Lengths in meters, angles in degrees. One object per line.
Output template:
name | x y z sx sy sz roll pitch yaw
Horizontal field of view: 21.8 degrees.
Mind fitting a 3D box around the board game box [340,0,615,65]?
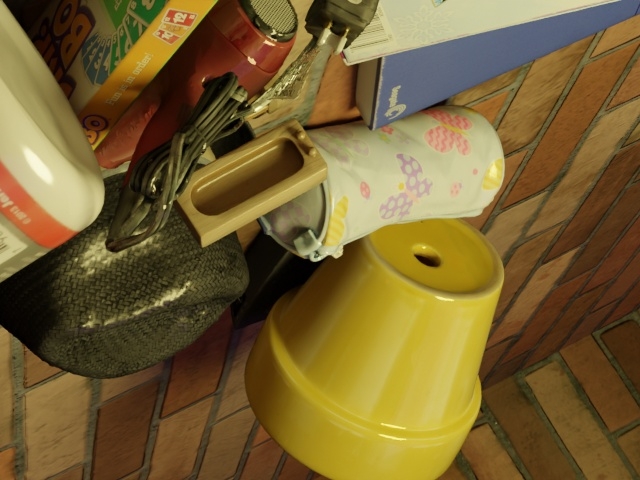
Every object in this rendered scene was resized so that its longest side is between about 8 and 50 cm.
board game box | 0.124 -0.251 1.020 0.318 0.066 0.318 -12 151 10

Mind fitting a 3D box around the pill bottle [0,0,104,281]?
pill bottle | -0.329 -0.010 0.982 0.363 0.210 0.210 -32 163 3

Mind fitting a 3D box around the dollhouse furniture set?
dollhouse furniture set | -0.091 -0.097 1.248 0.144 0.151 0.123 -29 163 -13

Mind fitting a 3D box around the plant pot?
plant pot | 0.073 0.096 1.765 0.254 0.254 0.239 -15 140 -42

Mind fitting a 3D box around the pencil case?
pencil case | 0.063 -0.063 1.656 0.273 0.124 0.113 -16 157 -43

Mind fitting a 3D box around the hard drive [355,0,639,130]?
hard drive | 0.187 -0.217 1.534 0.319 0.040 0.210 -24 162 -10

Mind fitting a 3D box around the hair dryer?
hair dryer | -0.098 -0.091 1.085 0.223 0.080 0.293 -44 -167 -16

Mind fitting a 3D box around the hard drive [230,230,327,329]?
hard drive | 0.000 0.000 1.842 0.172 0.054 0.254 -19 158 -35

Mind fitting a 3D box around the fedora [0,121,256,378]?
fedora | -0.174 0.021 1.434 0.334 0.152 0.334 -29 163 -10

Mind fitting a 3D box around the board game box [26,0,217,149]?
board game box | -0.144 -0.135 1.096 0.039 0.124 0.259 14 137 -31
